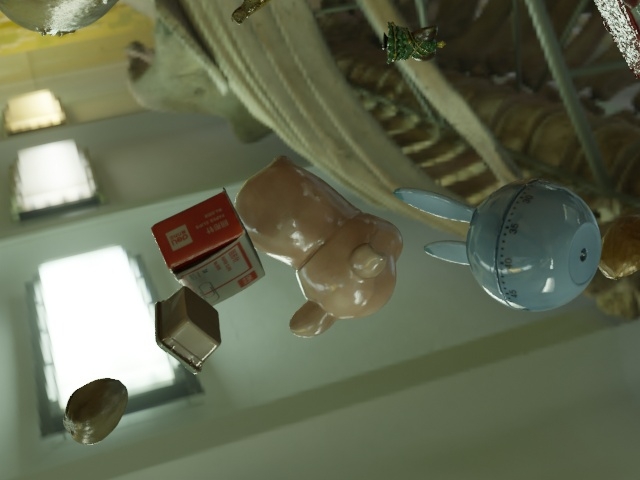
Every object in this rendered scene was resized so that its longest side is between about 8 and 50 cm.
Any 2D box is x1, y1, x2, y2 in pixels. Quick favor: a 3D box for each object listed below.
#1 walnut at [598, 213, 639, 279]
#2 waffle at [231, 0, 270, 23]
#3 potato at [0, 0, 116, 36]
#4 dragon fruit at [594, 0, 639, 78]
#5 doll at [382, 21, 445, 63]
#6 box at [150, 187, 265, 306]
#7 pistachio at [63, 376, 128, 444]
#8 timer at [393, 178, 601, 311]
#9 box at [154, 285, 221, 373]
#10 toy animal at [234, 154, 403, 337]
[{"bbox_3d":[0.449,0.000,1.437,0.091,0.052,0.121,-8,-144,48],"label":"walnut"},{"bbox_3d":[-0.072,-0.374,1.396,0.023,0.097,0.153,36,-137,6],"label":"waffle"},{"bbox_3d":[-0.243,-0.250,0.937,0.138,0.098,0.243,-41,-154,25],"label":"potato"},{"bbox_3d":[0.398,-0.333,1.144,0.161,0.274,0.126,-32,-164,4],"label":"dragon fruit"},{"bbox_3d":[0.165,-0.351,1.766,0.113,0.078,0.077,15,-127,14],"label":"doll"},{"bbox_3d":[-0.172,0.021,1.532,0.133,0.182,0.099,-27,-115,-6],"label":"box"},{"bbox_3d":[-0.444,0.332,1.923,0.113,0.113,0.149,9,-143,41],"label":"pistachio"},{"bbox_3d":[0.231,-0.015,1.194,0.175,0.175,0.255,-16,-149,-20],"label":"timer"},{"bbox_3d":[-0.194,0.127,1.431,0.062,0.089,0.122,-43,-155,13],"label":"box"},{"bbox_3d":[0.000,0.000,1.712,0.237,0.326,0.269,-44,-145,30],"label":"toy animal"}]
